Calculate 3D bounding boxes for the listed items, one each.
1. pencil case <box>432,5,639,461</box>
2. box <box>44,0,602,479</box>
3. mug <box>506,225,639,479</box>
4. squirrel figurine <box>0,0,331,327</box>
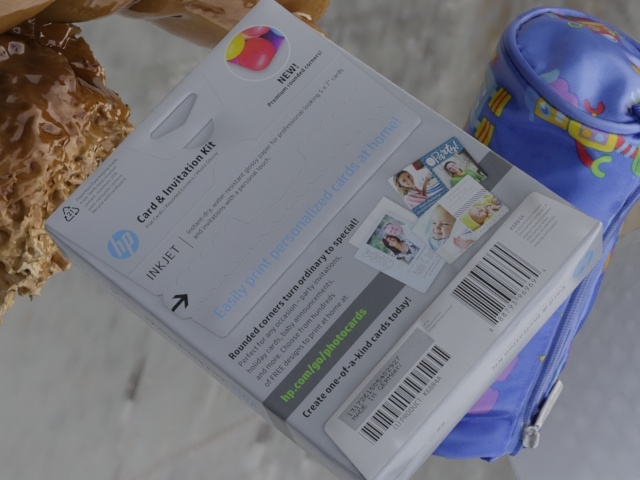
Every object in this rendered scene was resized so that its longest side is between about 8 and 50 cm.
[{"bbox_3d":[0.124,0.009,1.175,0.119,0.133,0.306,-26,144,-46],"label":"pencil case"},{"bbox_3d":[0.000,0.000,0.783,0.145,0.186,0.038,-48,157,-15],"label":"box"},{"bbox_3d":[0.370,0.086,1.508,0.374,0.328,0.276,-15,77,-53],"label":"mug"},{"bbox_3d":[-0.174,-0.162,1.091,0.370,0.281,0.397,12,114,-41],"label":"squirrel figurine"}]
